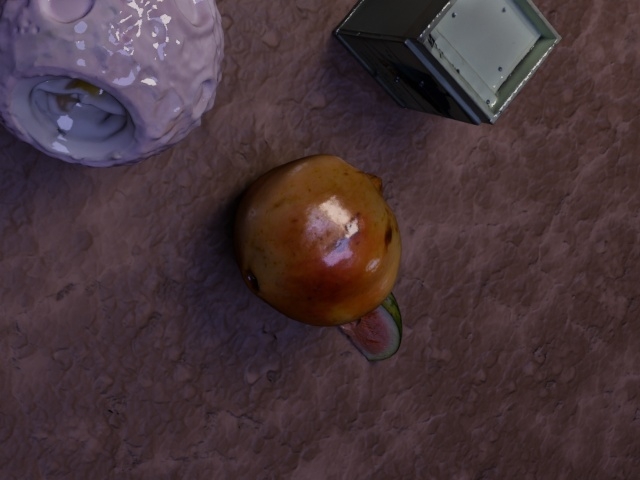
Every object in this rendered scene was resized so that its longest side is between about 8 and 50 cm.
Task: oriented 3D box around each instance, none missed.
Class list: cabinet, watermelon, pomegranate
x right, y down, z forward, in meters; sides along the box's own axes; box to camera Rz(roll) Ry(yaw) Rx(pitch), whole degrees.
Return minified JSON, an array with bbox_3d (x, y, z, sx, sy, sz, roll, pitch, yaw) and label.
[{"bbox_3d":[0.147,-0.244,1.372,0.145,0.206,0.150,43,83,-27],"label":"cabinet"},{"bbox_3d":[0.066,0.081,1.512,0.163,0.087,0.069,56,40,-28],"label":"watermelon"},{"bbox_3d":[-0.006,0.003,1.375,0.209,0.209,0.209,-6,106,-24],"label":"pomegranate"}]

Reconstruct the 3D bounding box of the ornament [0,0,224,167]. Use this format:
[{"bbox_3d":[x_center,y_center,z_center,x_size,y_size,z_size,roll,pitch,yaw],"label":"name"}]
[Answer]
[{"bbox_3d":[-0.224,-0.208,1.186,0.259,0.259,0.225,31,49,-28],"label":"ornament"}]
